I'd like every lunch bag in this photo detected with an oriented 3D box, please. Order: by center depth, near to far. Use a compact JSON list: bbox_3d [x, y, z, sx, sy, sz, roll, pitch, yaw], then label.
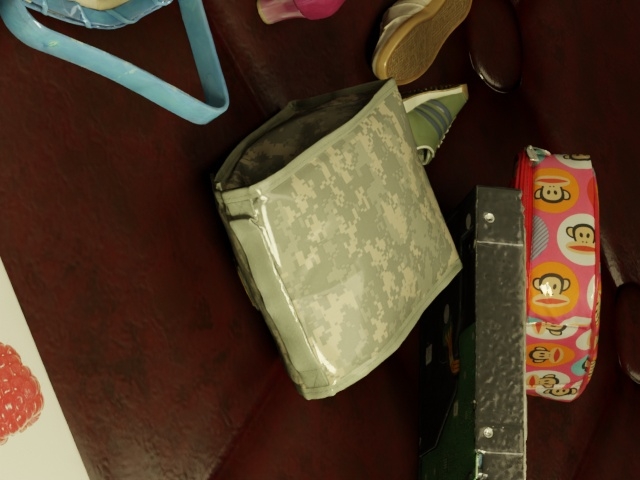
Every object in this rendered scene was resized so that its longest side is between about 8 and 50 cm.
[{"bbox_3d":[0.000,0.000,1.867,0.287,0.169,0.235,-46,119,-55],"label":"lunch bag"},{"bbox_3d":[0.270,0.029,2.167,0.293,0.120,0.258,88,7,-59],"label":"lunch bag"}]

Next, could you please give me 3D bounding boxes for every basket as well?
[{"bbox_3d":[-0.192,-0.256,1.618,0.255,0.201,0.289,27,39,-47],"label":"basket"}]

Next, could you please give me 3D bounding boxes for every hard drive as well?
[{"bbox_3d":[0.166,0.133,2.023,0.064,0.237,0.339,6,72,-10],"label":"hard drive"}]

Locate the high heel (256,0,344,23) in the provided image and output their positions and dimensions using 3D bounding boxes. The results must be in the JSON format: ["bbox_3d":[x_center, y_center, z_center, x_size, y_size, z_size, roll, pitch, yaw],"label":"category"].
[{"bbox_3d":[0.027,-0.317,2.029,0.244,0.117,0.082,-47,118,-49],"label":"high heel"}]

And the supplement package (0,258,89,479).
[{"bbox_3d":[-0.325,0.122,1.376,0.177,0.175,0.293,-38,112,-52],"label":"supplement package"}]

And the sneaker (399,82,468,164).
[{"bbox_3d":[0.115,-0.132,2.158,0.192,0.064,0.086,-21,106,-54],"label":"sneaker"}]

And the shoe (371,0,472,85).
[{"bbox_3d":[0.110,-0.251,2.190,0.219,0.058,0.076,-47,139,-44],"label":"shoe"}]
